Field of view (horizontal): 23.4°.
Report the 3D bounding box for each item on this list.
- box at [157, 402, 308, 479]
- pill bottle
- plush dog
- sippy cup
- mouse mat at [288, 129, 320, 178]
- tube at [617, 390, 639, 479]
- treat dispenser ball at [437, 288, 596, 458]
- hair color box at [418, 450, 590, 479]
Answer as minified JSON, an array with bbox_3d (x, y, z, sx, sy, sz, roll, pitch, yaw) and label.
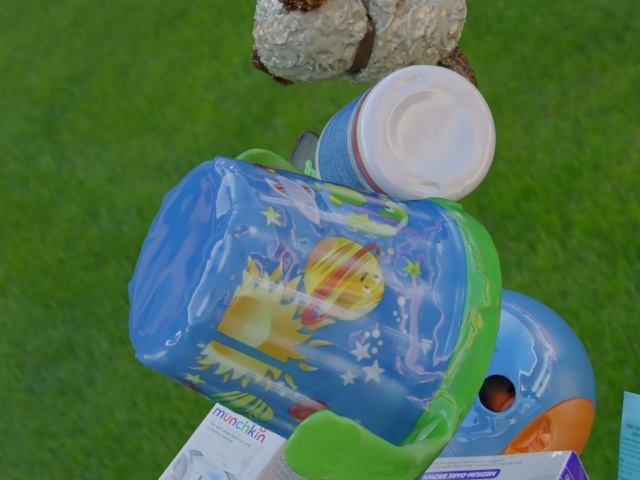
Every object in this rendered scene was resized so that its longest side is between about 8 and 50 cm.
[{"bbox_3d":[-0.090,0.346,1.988,0.126,0.262,0.231,26,69,35],"label":"box"},{"bbox_3d":[0.065,-0.077,1.394,0.124,0.124,0.221,-43,6,-16],"label":"pill bottle"},{"bbox_3d":[0.035,-0.229,1.643,0.225,0.262,0.211,-8,62,-21],"label":"plush dog"},{"bbox_3d":[-0.018,0.048,1.184,0.305,0.224,0.240,8,78,62],"label":"sippy cup"},{"bbox_3d":[0.000,0.000,1.605,0.152,0.190,0.007,39,28,25],"label":"mouse mat"},{"bbox_3d":[0.219,0.208,1.033,0.052,0.207,0.080,-1,0,-17],"label":"tube"},{"bbox_3d":[0.218,0.205,2.031,0.288,0.288,0.288,-20,37,16],"label":"treat dispenser ball"},{"bbox_3d":[0.111,0.337,1.366,0.185,0.110,0.339,-10,31,36],"label":"hair color box"}]
